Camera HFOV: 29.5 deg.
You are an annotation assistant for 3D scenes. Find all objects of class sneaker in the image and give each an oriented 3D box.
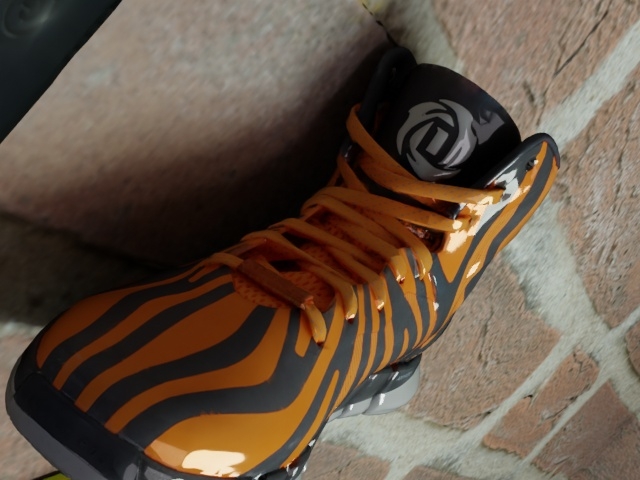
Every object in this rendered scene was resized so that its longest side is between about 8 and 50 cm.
[{"bbox_3d":[0.000,0.000,0.535,0.180,0.124,0.321,-59,165,19],"label":"sneaker"}]

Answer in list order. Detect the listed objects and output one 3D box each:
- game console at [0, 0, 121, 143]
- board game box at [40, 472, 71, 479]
[{"bbox_3d":[-0.215,0.008,0.225,0.386,0.060,0.342,-47,157,5],"label":"game console"},{"bbox_3d":[-0.173,0.202,0.644,0.092,0.043,0.181,-12,141,-54],"label":"board game box"}]
